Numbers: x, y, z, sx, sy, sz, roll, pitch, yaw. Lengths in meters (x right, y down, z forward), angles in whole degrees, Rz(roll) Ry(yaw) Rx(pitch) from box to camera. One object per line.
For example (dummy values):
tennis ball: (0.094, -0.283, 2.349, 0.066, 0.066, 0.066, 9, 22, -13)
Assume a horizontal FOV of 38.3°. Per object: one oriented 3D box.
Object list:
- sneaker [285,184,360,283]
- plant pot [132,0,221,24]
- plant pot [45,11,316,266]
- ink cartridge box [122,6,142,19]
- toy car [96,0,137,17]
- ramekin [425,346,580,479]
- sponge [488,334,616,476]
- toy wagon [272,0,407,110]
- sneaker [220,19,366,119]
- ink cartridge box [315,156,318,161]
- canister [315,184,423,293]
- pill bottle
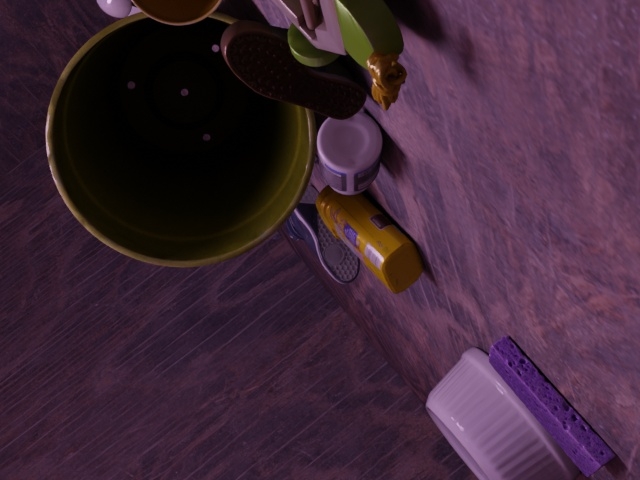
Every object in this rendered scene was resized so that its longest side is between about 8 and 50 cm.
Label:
sneaker: (0.001, -0.001, 1.957, 0.226, 0.086, 0.163, 61, 165, 6)
plant pot: (-0.173, -0.347, 1.152, 0.134, 0.134, 0.095, 54, -161, -21)
plant pot: (-0.208, -0.195, 1.421, 0.366, 0.366, 0.353, 54, -174, -21)
ink cartridge box: (-0.368, -0.477, 2.005, 0.158, 0.092, 0.218, 50, 173, 14)
toy car: (-0.295, -0.447, 1.462, 0.182, 0.159, 0.136, 50, 138, 21)
ramekin: (0.287, 0.317, 1.515, 0.273, 0.127, 0.273, 51, 175, 6)
sponge: (0.309, 0.226, 1.255, 0.210, 0.031, 0.117, 51, 174, 21)
toy wagon: (-0.028, -0.251, 0.780, 0.344, 0.068, 0.267, 49, 174, 20)
sneaker: (-0.038, -0.194, 0.987, 0.192, 0.064, 0.086, 19, -149, -42)
ink cartridge box: (-0.034, -0.154, 1.644, 0.048, 0.028, 0.083, 53, 175, -7)
canister: (0.078, -0.007, 1.444, 0.170, 0.073, 0.126, 47, 173, 33)
pill bottle: (0.036, -0.104, 1.138, 0.078, 0.078, 0.137, 51, 174, 10)
